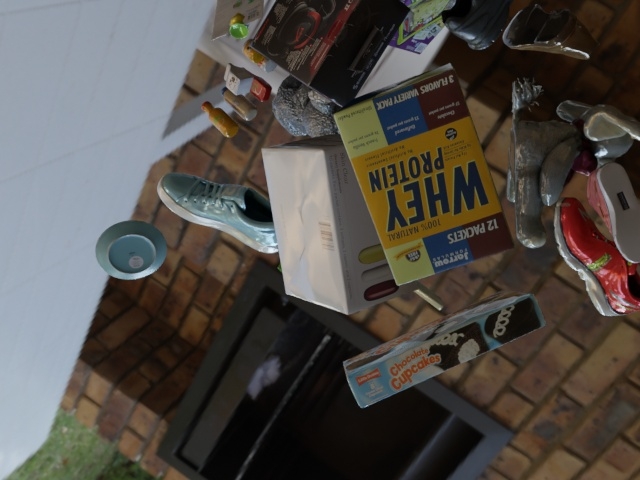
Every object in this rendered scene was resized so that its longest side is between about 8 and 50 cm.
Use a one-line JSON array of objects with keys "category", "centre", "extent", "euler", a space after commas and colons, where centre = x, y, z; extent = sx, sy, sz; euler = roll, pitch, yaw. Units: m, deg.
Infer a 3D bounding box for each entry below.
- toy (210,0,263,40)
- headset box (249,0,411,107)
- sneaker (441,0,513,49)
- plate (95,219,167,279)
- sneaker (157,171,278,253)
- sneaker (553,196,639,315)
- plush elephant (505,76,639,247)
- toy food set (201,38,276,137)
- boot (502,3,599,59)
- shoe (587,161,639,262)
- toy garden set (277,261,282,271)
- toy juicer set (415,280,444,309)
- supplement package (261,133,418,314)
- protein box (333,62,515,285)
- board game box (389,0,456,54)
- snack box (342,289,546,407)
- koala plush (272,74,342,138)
[{"category": "toy", "centre": [-0.174, -0.545, 1.727], "extent": [0.137, 0.056, 0.237], "euler": [-18, -133, 23]}, {"category": "headset box", "centre": [0.017, -0.395, 1.417], "extent": [0.110, 0.293, 0.218], "euler": [24, 103, -40]}, {"category": "sneaker", "centre": [0.354, -0.533, 1.527], "extent": [0.286, 0.130, 0.109], "euler": [-61, -149, 20]}, {"category": "plate", "centre": [-0.504, 0.032, 2.014], "extent": [0.188, 0.188, 0.024], "euler": [-58, -149, 19]}, {"category": "sneaker", "centre": [-0.239, -0.107, 1.945], "extent": [0.150, 0.366, 0.135], "euler": [118, -6, -49]}, {"category": "sneaker", "centre": [0.535, 0.021, 1.402], "extent": [0.118, 0.279, 0.107], "euler": [-17, -151, 48]}, {"category": "plush elephant", "centre": [0.524, -0.179, 1.549], "extent": [0.272, 0.256, 0.329], "euler": [-71, 158, -67]}, {"category": "toy food set", "centre": [-0.178, -0.353, 1.657], "extent": [0.111, 0.104, 0.232], "euler": [-24, 148, -42]}, {"category": "boot", "centre": [0.510, -0.456, 1.695], "extent": [0.112, 0.115, 0.305], "euler": [-59, -160, 12]}, {"category": "shoe", "centre": [0.518, -0.047, 1.309], "extent": [0.064, 0.177, 0.081], "euler": [-19, 177, 2]}, {"category": "toy garden set", "centre": [0.000, 0.000, 1.524], "extent": [0.203, 0.049, 0.244], "euler": [-63, 168, -8]}, {"category": "toy juicer set", "centre": [0.198, -0.032, 1.526], "extent": [0.089, 0.209, 0.329], "euler": [100, 14, -49]}, {"category": "supplement package", "centre": [0.031, -0.037, 1.245], "extent": [0.145, 0.261, 0.204], "euler": [-17, -165, -29]}, {"category": "protein box", "centre": [0.123, -0.086, 0.883], "extent": [0.136, 0.201, 0.200], "euler": [-19, -169, 13]}, {"category": "board game box", "centre": [0.199, -0.520, 1.651], "extent": [0.208, 0.056, 0.347], "euler": [-42, 162, 28]}, {"category": "snack box", "centre": [0.196, 0.175, 1.262], "extent": [0.322, 0.060, 0.187], "euler": [-24, 178, -1]}, {"category": "koala plush", "centre": [0.008, -0.275, 1.635], "extent": [0.221, 0.204, 0.196], "euler": [-113, -174, -55]}]
